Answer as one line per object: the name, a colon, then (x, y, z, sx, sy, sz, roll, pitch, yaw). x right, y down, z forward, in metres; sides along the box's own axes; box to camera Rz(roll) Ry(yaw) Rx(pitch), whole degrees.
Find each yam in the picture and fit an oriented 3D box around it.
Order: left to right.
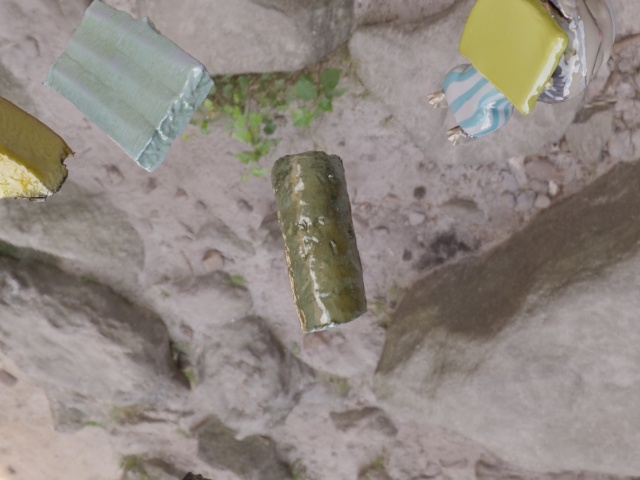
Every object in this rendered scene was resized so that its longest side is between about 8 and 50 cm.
yam: (0.000, 0.000, 0.667, 0.078, 0.179, 0.078, -11, 166, -3)

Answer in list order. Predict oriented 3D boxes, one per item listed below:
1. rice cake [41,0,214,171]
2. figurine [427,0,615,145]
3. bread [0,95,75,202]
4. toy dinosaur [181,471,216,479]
rice cake: (-0.208, -0.174, 0.712, 0.237, 0.127, 0.043, 35, -179, 36)
figurine: (0.480, -0.373, 1.421, 0.377, 0.266, 0.361, -10, 159, -29)
bread: (-0.482, -0.111, 1.060, 0.160, 0.140, 0.169, 22, 129, -20)
toy dinosaur: (-0.067, 0.243, 0.623, 0.187, 0.087, 0.179, 49, 169, -23)
